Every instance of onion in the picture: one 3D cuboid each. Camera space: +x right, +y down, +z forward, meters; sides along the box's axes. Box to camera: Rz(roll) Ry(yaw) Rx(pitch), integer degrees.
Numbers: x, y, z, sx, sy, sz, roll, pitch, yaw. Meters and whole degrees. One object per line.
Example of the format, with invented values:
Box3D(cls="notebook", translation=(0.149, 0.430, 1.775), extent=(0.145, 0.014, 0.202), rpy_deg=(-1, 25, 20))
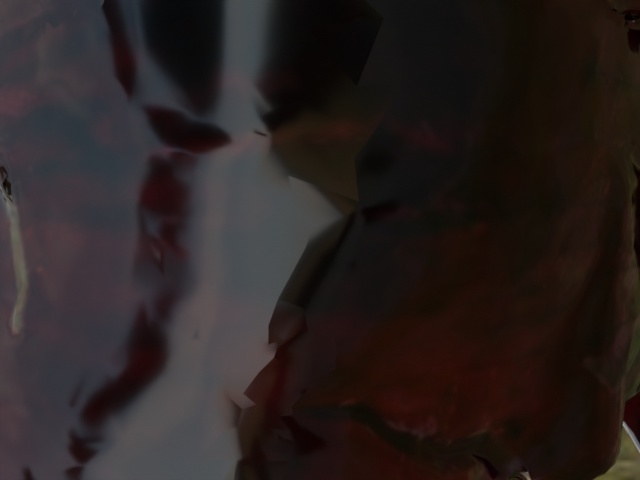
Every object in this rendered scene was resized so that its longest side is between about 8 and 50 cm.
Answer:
Box3D(cls="onion", translation=(-0.019, -0.003, 0.456), extent=(0.221, 0.281, 0.281), rpy_deg=(-23, 65, 61))
